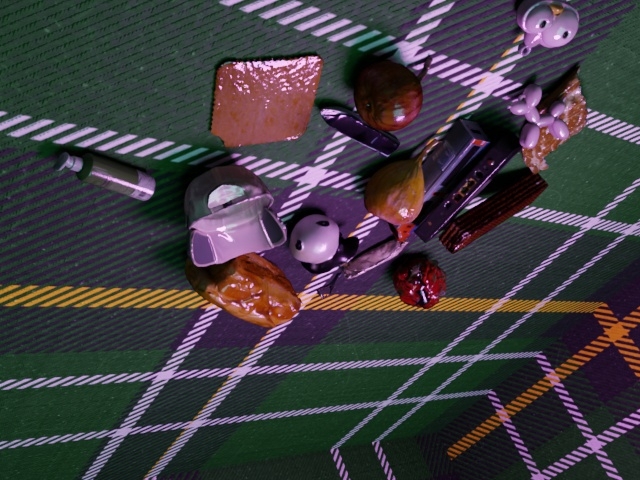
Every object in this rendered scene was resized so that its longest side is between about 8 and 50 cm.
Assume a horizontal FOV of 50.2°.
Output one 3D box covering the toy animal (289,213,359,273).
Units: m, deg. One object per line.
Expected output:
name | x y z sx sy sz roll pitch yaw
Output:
toy animal | 0.000 0.000 1.839 0.166 0.138 0.179 -46 139 -4

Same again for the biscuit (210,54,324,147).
biscuit | -0.117 -0.289 1.441 0.232 0.013 0.237 -11 144 -23

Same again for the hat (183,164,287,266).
hat | -0.202 -0.054 1.567 0.232 0.161 0.275 -14 136 2

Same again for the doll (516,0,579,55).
doll | 0.538 -0.544 1.447 0.160 0.094 0.365 2 138 -32

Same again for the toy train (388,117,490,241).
toy train | 0.294 -0.152 1.850 0.089 0.086 0.409 4 138 -37

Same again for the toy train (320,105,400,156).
toy train | 0.086 -0.265 1.585 0.252 0.048 0.055 21 131 -42

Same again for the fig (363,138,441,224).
fig | 0.227 -0.159 1.770 0.257 0.159 0.159 -52 142 10

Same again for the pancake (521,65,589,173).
pancake | 0.648 -0.323 1.881 0.197 0.054 0.376 -7 146 -16

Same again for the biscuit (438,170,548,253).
biscuit | 0.507 -0.085 1.997 0.388 0.073 0.107 -30 162 -28

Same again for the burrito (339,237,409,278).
burrito | 0.168 0.051 2.081 0.229 0.058 0.063 -25 -179 0

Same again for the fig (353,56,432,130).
fig | 0.153 -0.314 1.479 0.149 0.148 0.202 -1 -166 25

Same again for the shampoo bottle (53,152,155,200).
shampoo bottle | -0.440 -0.135 1.398 0.065 0.065 0.204 -42 145 24

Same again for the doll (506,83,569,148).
doll | 0.556 -0.322 1.749 0.161 0.059 0.160 -14 111 -6

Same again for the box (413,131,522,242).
box | 0.407 -0.143 1.865 0.350 0.058 0.211 -49 171 28

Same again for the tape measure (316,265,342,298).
tape measure | 0.041 0.080 1.944 0.104 0.180 0.107 15 133 -24

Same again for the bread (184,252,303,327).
bread | -0.204 0.123 1.813 0.149 0.195 0.344 -39 143 11

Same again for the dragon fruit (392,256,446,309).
dragon fruit | 0.325 0.137 2.215 0.189 0.182 0.182 1 139 -34
